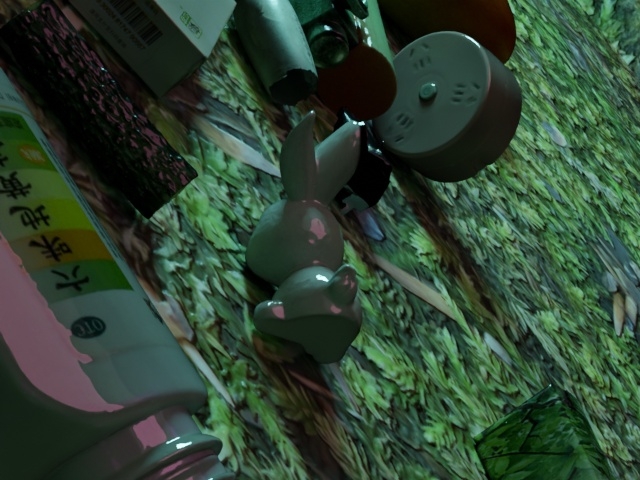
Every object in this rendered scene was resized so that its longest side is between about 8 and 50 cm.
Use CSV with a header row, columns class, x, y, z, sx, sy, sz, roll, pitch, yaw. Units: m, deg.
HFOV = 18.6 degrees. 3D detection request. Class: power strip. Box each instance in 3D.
class,x,y,z,sx,sy,sz,roll,pitch,yaw
power strip,0.133,-0.145,2.089,0.078,0.154,0.154,31,28,-48

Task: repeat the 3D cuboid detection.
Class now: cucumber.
class,x,y,z,sx,sy,sz,roll,pitch,yaw
cucumber,-0.172,-0.101,1.477,0.187,0.058,0.058,50,19,1

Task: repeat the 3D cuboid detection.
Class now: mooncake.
class,x,y,z,sx,sy,sz,roll,pitch,yaw
mooncake,-0.063,-0.145,1.815,0.347,0.057,0.150,49,32,13

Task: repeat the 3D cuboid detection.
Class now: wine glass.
class,x,y,z,sx,sy,sz,roll,pitch,yaw
wine glass,-0.062,-0.238,1.946,0.074,0.074,0.262,28,32,-49

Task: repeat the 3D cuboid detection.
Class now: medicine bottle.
class,x,y,z,sx,sy,sz,roll,pitch,yaw
medicine bottle,-0.170,0.046,1.117,0.324,0.124,0.179,58,20,13

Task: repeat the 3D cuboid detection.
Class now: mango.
class,x,y,z,sx,sy,sz,roll,pitch,yaw
mango,0.133,-0.313,2.436,0.289,0.129,0.146,28,31,-32

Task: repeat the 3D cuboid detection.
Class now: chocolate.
class,x,y,z,sx,sy,sz,roll,pitch,yaw
chocolate,0.041,-0.082,1.910,0.147,0.070,0.072,-78,155,-65

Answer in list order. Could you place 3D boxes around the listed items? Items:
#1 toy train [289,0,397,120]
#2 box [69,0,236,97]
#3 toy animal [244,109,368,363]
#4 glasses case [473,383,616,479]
class,x,y,z,sx,sy,sz,roll,pitch,yaw
toy train,0.013,-0.248,2.087,0.177,0.116,0.285,53,15,-34
box,-0.191,-0.259,1.699,0.260,0.062,0.175,48,19,-13
toy animal,0.000,0.000,1.587,0.131,0.127,0.182,24,44,-41
glasses case,0.226,0.259,1.670,0.062,0.095,0.272,33,27,-46
